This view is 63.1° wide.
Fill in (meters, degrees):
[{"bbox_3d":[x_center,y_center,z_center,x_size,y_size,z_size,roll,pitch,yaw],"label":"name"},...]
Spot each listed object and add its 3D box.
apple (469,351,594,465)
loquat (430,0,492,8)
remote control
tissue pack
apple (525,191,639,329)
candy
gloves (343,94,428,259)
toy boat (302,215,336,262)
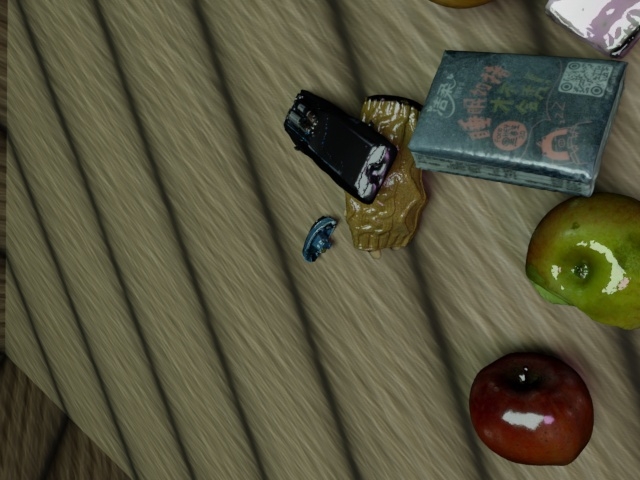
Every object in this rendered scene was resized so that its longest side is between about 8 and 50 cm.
[{"bbox_3d":[0.416,0.333,1.025,0.234,0.234,0.234,11,110,31],"label":"apple"},{"bbox_3d":[0.249,-0.516,0.846,0.263,0.263,0.263,11,110,31],"label":"loquat"},{"bbox_3d":[0.020,-0.216,1.092,0.399,0.062,0.144,48,119,51],"label":"remote control"},{"bbox_3d":[0.337,-0.218,0.915,0.316,0.103,0.228,16,74,30],"label":"tissue pack"},{"bbox_3d":[0.471,0.044,0.887,0.246,0.226,0.246,11,109,34],"label":"apple"},{"bbox_3d":[0.489,-0.428,0.797,0.155,0.116,0.265,43,124,17],"label":"candy"},{"bbox_3d":[0.129,-0.127,1.109,0.203,0.155,0.356,15,116,34],"label":"gloves"},{"bbox_3d":[0.000,0.000,1.293,0.061,0.060,0.137,48,121,36],"label":"toy boat"}]
